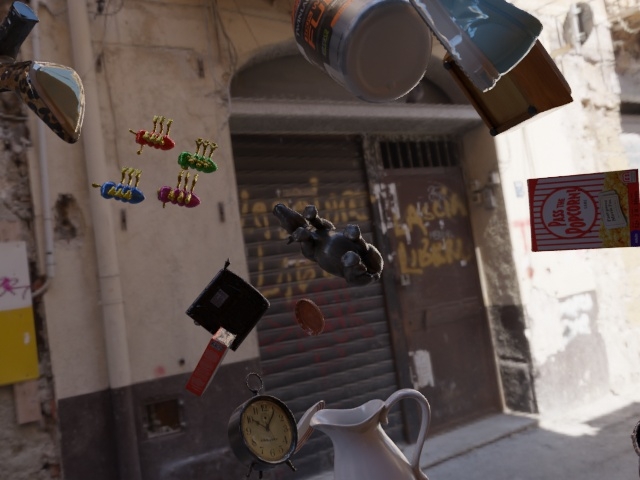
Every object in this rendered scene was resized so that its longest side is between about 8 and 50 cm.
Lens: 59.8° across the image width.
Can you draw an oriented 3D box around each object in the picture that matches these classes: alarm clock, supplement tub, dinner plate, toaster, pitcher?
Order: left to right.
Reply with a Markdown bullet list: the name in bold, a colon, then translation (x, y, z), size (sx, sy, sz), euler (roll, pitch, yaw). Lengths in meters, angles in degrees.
- **toaster**: translation (-0.243, 0.172, 1.471), size (0.186, 0.168, 0.110), euler (-52, 9, -14)
- **alarm clock**: translation (-0.112, 0.341, 1.040), size (0.129, 0.192, 0.064), euler (13, -38, -38)
- **dinner plate**: translation (-0.035, 0.428, 1.281), size (0.017, 0.141, 0.141), euler (27, 9, 20)
- **supplement tub**: translation (0.071, -0.445, 1.201), size (0.207, 0.207, 0.338), euler (-6, 34, -24)
- **pitcher**: translation (0.098, 0.335, 0.820), size (0.177, 0.207, 0.125), euler (-19, -1, 3)

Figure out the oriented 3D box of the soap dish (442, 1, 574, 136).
- **soap dish**: translation (0.445, -0.405, 1.365), size (0.118, 0.291, 0.229), euler (-39, 5, -18)

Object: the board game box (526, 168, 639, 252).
- **board game box**: translation (0.503, -0.055, 1.068), size (0.193, 0.147, 0.045), euler (-4, 1, 18)

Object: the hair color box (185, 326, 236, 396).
- **hair color box**: translation (-0.247, 0.272, 1.251), size (0.043, 0.141, 0.072), euler (30, 13, 1)

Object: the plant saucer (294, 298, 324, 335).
- **plant saucer**: translation (-0.022, 0.161, 1.178), size (0.013, 0.084, 0.083), euler (-24, 7, -41)

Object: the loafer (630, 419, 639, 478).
- **loafer**: translation (0.402, 0.094, 0.452), size (0.366, 0.130, 0.134), euler (-48, -6, 31)

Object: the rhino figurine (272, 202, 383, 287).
- **rhino figurine**: translation (0.000, 0.000, 0.875), size (0.243, 0.073, 0.106), euler (29, -13, 40)

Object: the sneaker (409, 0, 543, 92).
- **sneaker**: translation (0.232, -0.407, 0.910), size (0.150, 0.366, 0.135), euler (-36, -28, 20)

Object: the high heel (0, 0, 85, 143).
- **high heel**: translation (-0.472, -0.220, 0.888), size (0.186, 0.261, 0.093), euler (-37, -16, 28)

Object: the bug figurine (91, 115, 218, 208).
- **bug figurine**: translation (-0.346, -0.152, 1.206), size (0.216, 0.279, 0.072), euler (16, -45, -3)
